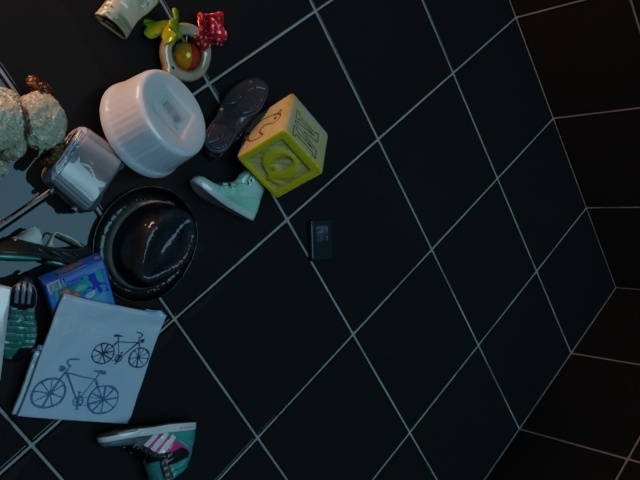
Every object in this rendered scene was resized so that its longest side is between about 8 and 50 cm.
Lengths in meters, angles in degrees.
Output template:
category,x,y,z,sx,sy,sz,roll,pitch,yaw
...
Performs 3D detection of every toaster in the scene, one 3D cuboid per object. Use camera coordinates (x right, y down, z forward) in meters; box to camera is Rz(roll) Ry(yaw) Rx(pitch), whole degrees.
category,x,y,z,sx,sy,sz,roll,pitch,yaw
toaster,-0.608,-0.191,1.827,0.146,0.129,0.227,41,67,-30

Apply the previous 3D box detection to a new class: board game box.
category,x,y,z,sx,sy,sz,roll,pitch,yaw
board game box,-0.620,0.156,1.828,0.160,0.047,0.210,-25,128,-31

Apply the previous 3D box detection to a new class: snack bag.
category,x,y,z,sx,sy,sz,roll,pitch,yaw
snack bag,-0.598,0.315,1.856,0.323,0.037,0.343,18,93,-42

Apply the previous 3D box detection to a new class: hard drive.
category,x,y,z,sx,sy,sz,roll,pitch,yaw
hard drive,0.000,0.000,2.388,0.094,0.022,0.135,-4,94,-39

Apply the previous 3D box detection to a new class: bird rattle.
category,x,y,z,sx,sy,sz,roll,pitch,yaw
bird rattle,-0.384,-0.561,2.029,0.253,0.143,0.207,-9,109,-51

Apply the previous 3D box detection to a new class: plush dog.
category,x,y,z,sx,sy,sz,roll,pitch,yaw
plush dog,-0.718,-0.283,1.674,0.225,0.210,0.262,-12,98,-32

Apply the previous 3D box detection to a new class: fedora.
category,x,y,z,sx,sy,sz,roll,pitch,yaw
fedora,-0.452,0.011,1.942,0.334,0.152,0.334,-1,92,-39

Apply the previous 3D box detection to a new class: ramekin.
category,x,y,z,sx,sy,sz,roll,pitch,yaw
ramekin,-0.435,-0.318,1.886,0.277,0.135,0.277,38,41,-43

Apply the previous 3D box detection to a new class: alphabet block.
category,x,y,z,sx,sy,sz,roll,pitch,yaw
alphabet block,-0.109,-0.285,2.142,0.193,0.192,0.197,45,32,-29

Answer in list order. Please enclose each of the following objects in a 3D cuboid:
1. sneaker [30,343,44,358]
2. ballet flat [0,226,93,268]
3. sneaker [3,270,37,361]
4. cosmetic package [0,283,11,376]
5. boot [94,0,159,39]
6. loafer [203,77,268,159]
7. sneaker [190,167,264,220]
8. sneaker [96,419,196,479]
category,x,y,z,sx,sy,sz,roll,pitch,yaw
sneaker,-0.710,0.286,1.826,0.083,0.031,0.035,-2,106,-35
ballet flat,-0.703,0.021,1.788,0.280,0.095,0.096,16,71,-48
sneaker,-0.745,0.192,1.768,0.083,0.098,0.224,12,109,-22
cosmetic package,-0.806,0.216,1.688,0.085,0.117,0.231,10,87,-39
boot,-0.554,-0.665,1.888,0.213,0.077,0.165,46,66,-33
loafer,-0.264,-0.367,2.138,0.109,0.095,0.302,33,64,-3
sneaker,-0.272,-0.174,2.116,0.256,0.094,0.151,30,79,-46
sneaker,-0.480,0.600,1.966,0.295,0.123,0.178,6,78,-40
